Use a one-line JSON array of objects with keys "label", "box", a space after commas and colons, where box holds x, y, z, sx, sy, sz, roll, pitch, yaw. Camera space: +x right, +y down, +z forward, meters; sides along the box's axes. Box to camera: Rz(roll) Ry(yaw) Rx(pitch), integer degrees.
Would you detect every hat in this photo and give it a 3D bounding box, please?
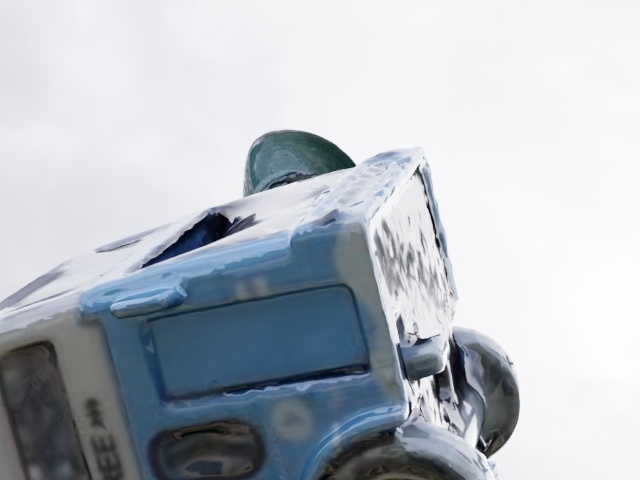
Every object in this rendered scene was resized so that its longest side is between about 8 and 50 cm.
[{"label": "hat", "box": [0.000, 0.000, 1.247, 0.078, 0.138, 0.191, -4, -80, 52]}]

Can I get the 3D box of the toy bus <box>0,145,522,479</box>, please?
[{"label": "toy bus", "box": [0.006, 0.134, 0.414, 0.131, 0.106, 0.297, -12, -79, 16]}]
